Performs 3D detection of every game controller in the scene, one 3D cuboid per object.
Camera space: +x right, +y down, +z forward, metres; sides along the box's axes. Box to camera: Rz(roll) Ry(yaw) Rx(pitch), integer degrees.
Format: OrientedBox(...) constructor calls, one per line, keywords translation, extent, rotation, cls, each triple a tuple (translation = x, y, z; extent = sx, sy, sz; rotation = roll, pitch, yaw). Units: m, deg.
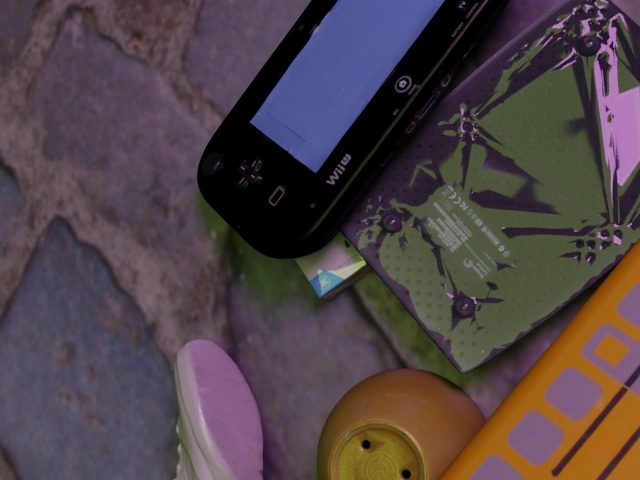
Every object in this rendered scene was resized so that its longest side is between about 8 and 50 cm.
OrientedBox(translation=(0.029, -0.136, 0.628), extent=(0.319, 0.067, 0.166), rotation=(-54, 37, 5), cls="game controller")

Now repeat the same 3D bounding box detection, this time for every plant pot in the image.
OrientedBox(translation=(0.051, 0.159, 0.580), extent=(0.134, 0.095, 0.134), rotation=(-3, 82, 18), cls="plant pot")

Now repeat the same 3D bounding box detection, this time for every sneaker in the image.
OrientedBox(translation=(-0.089, 0.187, 0.637), extent=(0.094, 0.080, 0.212), rotation=(-25, 76, 25), cls="sneaker")

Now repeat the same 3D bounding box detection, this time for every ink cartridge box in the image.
OrientedBox(translation=(0.000, 0.000, 0.656), extent=(0.048, 0.028, 0.083), rotation=(-37, 72, 9), cls="ink cartridge box")

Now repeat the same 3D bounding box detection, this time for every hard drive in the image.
OrientedBox(translation=(0.152, -0.042, 0.599), extent=(0.254, 0.054, 0.172), rotation=(-42, 72, 8), cls="hard drive")

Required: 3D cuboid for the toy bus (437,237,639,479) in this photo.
OrientedBox(translation=(0.178, 0.130, 0.490), extent=(0.333, 0.108, 0.130), rotation=(-48, 56, -8), cls="toy bus")
